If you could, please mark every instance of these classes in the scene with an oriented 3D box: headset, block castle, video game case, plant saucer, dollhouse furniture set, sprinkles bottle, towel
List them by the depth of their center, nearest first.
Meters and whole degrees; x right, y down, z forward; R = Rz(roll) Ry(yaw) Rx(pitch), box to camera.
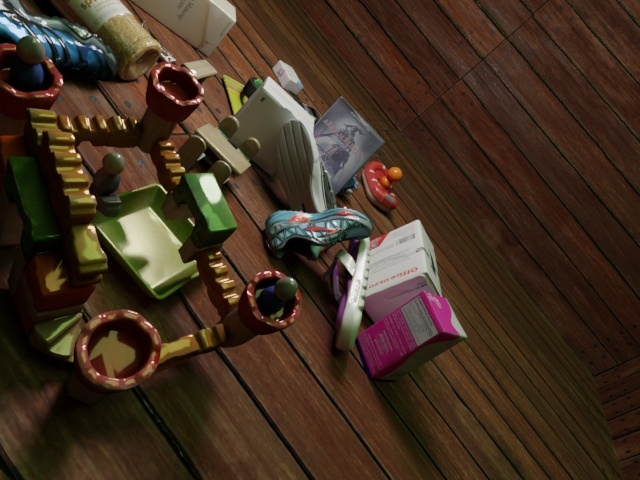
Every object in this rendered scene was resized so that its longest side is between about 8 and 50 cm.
[{"bbox_3d":[-0.243,-0.044,0.610,0.302,0.212,0.454,-13,71,-44],"label":"block castle"},{"bbox_3d":[-0.286,0.003,0.768,0.188,0.045,0.188,50,27,-1],"label":"plant saucer"},{"bbox_3d":[-0.522,-0.530,1.003,0.355,0.121,0.121,47,26,-8],"label":"sprinkles bottle"},{"bbox_3d":[-0.248,-0.263,1.040,0.242,0.161,0.212,45,27,-11],"label":"dollhouse furniture set"},{"bbox_3d":[0.036,-0.266,1.374,0.196,0.274,0.026,42,7,-17],"label":"video game case"},{"bbox_3d":[-0.247,-0.423,1.412,0.102,0.021,0.237,18,41,-42],"label":"towel"},{"bbox_3d":[-0.068,-0.400,1.443,0.394,0.185,0.243,45,20,7],"label":"headset"}]

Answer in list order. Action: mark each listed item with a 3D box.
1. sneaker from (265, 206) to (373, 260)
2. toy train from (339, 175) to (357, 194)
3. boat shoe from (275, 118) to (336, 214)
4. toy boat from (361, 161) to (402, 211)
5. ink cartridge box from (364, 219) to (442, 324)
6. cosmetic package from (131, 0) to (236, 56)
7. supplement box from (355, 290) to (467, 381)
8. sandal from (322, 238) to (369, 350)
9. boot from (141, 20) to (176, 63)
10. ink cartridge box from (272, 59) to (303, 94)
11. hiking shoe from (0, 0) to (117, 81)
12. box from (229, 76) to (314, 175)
[{"bbox_3d":[0.000,0.000,1.075,0.261,0.104,0.125,-3,53,-3],"label":"sneaker"},{"bbox_3d":[0.079,-0.241,1.586,0.105,0.080,0.184,66,10,-45],"label":"toy train"},{"bbox_3d":[-0.032,-0.153,1.209,0.119,0.121,0.336,-26,108,-61],"label":"boat shoe"},{"bbox_3d":[0.264,-0.238,1.819,0.151,0.151,0.231,32,32,-33],"label":"toy boat"},{"bbox_3d":[0.218,0.086,1.259,0.114,0.196,0.273,56,23,-23],"label":"ink cartridge box"},{"bbox_3d":[-0.428,-0.732,1.370,0.309,0.160,0.113,28,35,-36],"label":"cosmetic package"},{"bbox_3d":[0.206,0.227,1.049,0.111,0.220,0.114,22,38,-44],"label":"supplement box"},{"bbox_3d":[0.058,0.088,1.115,0.102,0.170,0.416,13,30,-1],"label":"sandal"},{"bbox_3d":[-0.442,-0.530,1.221,0.114,0.037,0.107,30,46,-29],"label":"boot"},{"bbox_3d":[-0.135,-0.675,1.871,0.088,0.052,0.123,12,47,-52],"label":"ink cartridge box"},{"bbox_3d":[-0.519,-0.348,0.828,0.304,0.113,0.132,14,74,-59],"label":"hiking shoe"},{"bbox_3d":[-0.140,-0.316,1.255,0.181,0.182,0.119,39,26,-22],"label":"box"}]
